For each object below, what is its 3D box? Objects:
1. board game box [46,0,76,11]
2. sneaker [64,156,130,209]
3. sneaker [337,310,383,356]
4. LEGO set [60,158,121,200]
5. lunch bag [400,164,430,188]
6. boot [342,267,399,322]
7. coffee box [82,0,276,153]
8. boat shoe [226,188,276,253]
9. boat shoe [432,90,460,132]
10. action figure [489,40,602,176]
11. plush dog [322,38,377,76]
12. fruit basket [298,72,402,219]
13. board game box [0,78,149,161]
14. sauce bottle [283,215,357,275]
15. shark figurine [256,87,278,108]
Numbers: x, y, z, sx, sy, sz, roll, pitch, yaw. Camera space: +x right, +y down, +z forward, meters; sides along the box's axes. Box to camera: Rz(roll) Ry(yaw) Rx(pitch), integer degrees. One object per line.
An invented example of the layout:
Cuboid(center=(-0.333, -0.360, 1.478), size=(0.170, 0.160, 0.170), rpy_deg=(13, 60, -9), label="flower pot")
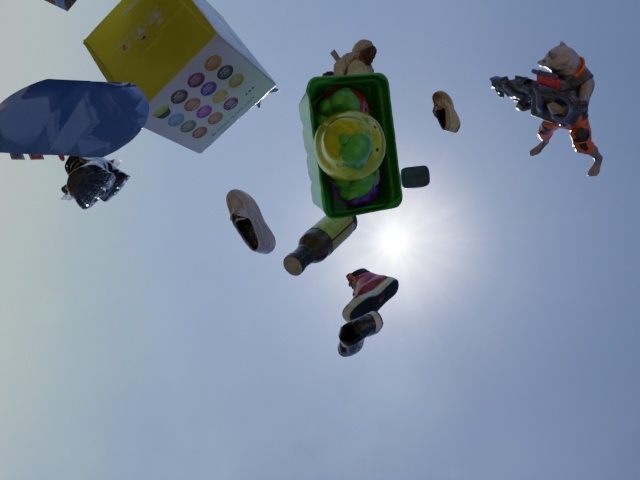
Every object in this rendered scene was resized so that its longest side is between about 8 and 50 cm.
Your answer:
Cuboid(center=(-0.698, -0.745, 1.316), size=(0.141, 0.290, 0.232), rpy_deg=(124, -9, -63), label="board game box")
Cuboid(center=(-0.545, -0.152, 1.262), size=(0.109, 0.130, 0.286), rpy_deg=(-48, -169, -2), label="sneaker")
Cuboid(center=(0.088, 0.285, 1.603), size=(0.078, 0.106, 0.234), rpy_deg=(64, -37, 24), label="sneaker")
Cuboid(center=(-0.680, -0.172, 1.626), size=(0.182, 0.060, 0.244), rpy_deg=(-48, -177, 0), label="LEGO set")
Cuboid(center=(0.288, -0.194, 1.669), size=(0.065, 0.098, 0.067), rpy_deg=(-18, 104, -79), label="lunch bag")
Cuboid(center=(0.118, 0.176, 1.784), size=(0.176, 0.244, 0.089), rpy_deg=(19, -51, 40), label="boot")
Cuboid(center=(-0.410, -0.523, 1.601), size=(0.337, 0.334, 0.338), rpy_deg=(-40, -110, 13), label="coffee box")
Cuboid(center=(-0.172, -0.044, 1.228), size=(0.066, 0.063, 0.184), rpy_deg=(-39, -111, 26), label="boat shoe")
Cuboid(center=(0.308, -0.328, 1.363), size=(0.050, 0.045, 0.135), rpy_deg=(113, -33, -49), label="boat shoe")
Cuboid(center=(0.612, -0.362, 1.417), size=(0.341, 0.178, 0.330), rpy_deg=(54, -10, 48), label="action figure")
Cuboid(center=(0.140, -0.653, 2.137), size=(0.225, 0.210, 0.263), rpy_deg=(-138, -136, -60), label="plush dog")
Cuboid(center=(0.088, -0.245, 1.391), size=(0.392, 0.282, 0.393), rpy_deg=(39, -45, 55), label="fruit basket")
Cuboid(center=(-0.271, -0.126, 0.598), size=(0.033, 0.168, 0.133), rpy_deg=(93, -1, -49), label="board game box")
Cuboid(center=(0.000, 0.000, 1.738), size=(0.111, 0.344, 0.112), rpy_deg=(16, -58, 26), label="sauce bottle")
Cuboid(center=(-0.292, -0.597, 1.988), size=(0.278, 0.166, 0.116), rpy_deg=(22, -113, 41), label="shark figurine")
